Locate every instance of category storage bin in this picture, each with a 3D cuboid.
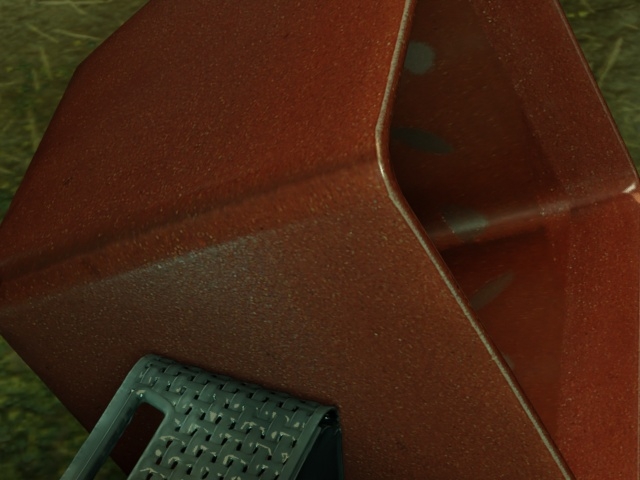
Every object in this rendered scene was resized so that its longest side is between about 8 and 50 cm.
[{"bbox_3d":[-0.049,0.150,0.590,0.084,0.180,0.122,14,47,18],"label":"storage bin"}]

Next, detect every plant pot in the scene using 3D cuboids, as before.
[{"bbox_3d":[0.000,0.000,0.686,0.235,0.267,0.267,-15,39,25],"label":"plant pot"}]

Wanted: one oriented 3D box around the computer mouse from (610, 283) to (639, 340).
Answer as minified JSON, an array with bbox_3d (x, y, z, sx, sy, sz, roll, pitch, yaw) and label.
[{"bbox_3d":[0.241,0.085,0.726,0.184,0.060,0.262,-9,45,-4],"label":"computer mouse"}]
